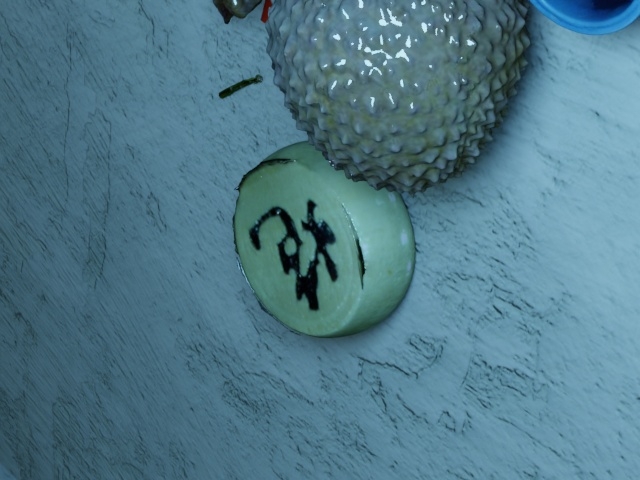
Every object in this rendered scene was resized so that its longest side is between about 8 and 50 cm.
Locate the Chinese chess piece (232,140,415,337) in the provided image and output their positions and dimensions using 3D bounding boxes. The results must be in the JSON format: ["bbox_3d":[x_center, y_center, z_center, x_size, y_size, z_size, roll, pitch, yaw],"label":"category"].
[{"bbox_3d":[0.000,0.000,2.012,0.349,0.146,0.349,22,122,40],"label":"Chinese chess piece"}]

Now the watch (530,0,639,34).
[{"bbox_3d":[0.372,-0.400,1.408,0.305,0.241,0.274,22,137,50],"label":"watch"}]

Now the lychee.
[{"bbox_3d":[0.109,-0.267,1.633,0.380,0.380,0.432,26,142,38],"label":"lychee"}]

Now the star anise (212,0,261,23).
[{"bbox_3d":[-0.119,-0.505,1.881,0.315,0.108,0.315,-173,90,-86],"label":"star anise"}]

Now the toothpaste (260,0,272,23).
[{"bbox_3d":[-0.020,-0.487,1.892,0.076,0.066,0.320,41,131,30],"label":"toothpaste"}]

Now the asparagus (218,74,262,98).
[{"bbox_3d":[-0.148,-0.286,2.149,0.127,0.015,0.018,-15,104,49],"label":"asparagus"}]
